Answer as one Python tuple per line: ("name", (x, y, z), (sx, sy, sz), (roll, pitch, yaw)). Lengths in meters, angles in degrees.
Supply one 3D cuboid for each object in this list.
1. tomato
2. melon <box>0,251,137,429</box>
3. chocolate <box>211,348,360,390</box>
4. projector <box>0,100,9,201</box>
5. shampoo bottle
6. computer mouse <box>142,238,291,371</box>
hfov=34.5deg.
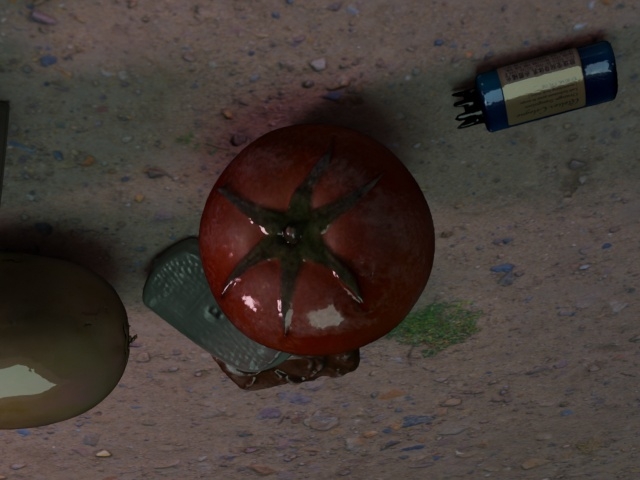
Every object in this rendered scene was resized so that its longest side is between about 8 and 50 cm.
("tomato", (0.000, 0.000, 1.174), (0.265, 0.265, 0.265), (-5, 144, -4))
("melon", (-0.391, 0.124, 1.289), (0.317, 0.223, 0.223), (0, 144, -14))
("chocolate", (-0.058, 0.155, 1.513), (0.214, 0.093, 0.148), (-15, 142, 10))
("projector", (-0.375, -0.064, 1.097), (0.061, 0.147, 0.115), (10, 141, -22))
("shampoo bottle", (0.238, -0.168, 1.158), (0.183, 0.050, 0.087), (-14, 147, 8))
("computer mouse", (-0.129, 0.089, 1.397), (0.231, 0.079, 0.128), (40, 111, -13))
